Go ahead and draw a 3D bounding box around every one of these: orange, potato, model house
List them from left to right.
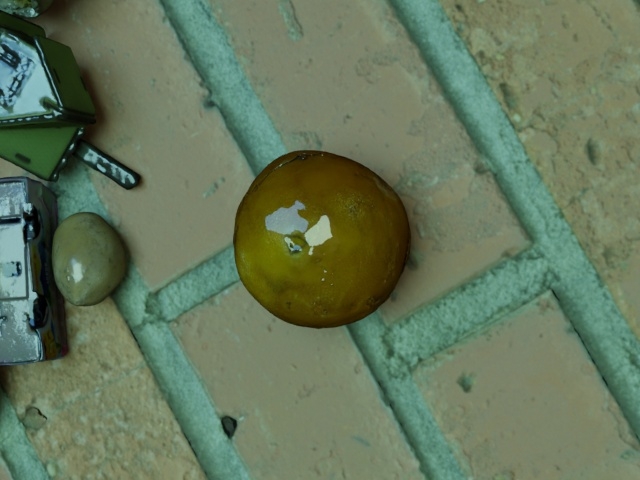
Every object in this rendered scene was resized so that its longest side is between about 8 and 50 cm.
[{"bbox_3d":[-0.391,-0.172,1.623,0.278,0.218,0.205,35,98,9],"label":"model house"},{"bbox_3d":[-0.343,0.028,1.654,0.112,0.112,0.147,-18,71,14],"label":"potato"},{"bbox_3d":[0.000,0.000,1.502,0.239,0.240,0.240,-1,88,15],"label":"orange"}]

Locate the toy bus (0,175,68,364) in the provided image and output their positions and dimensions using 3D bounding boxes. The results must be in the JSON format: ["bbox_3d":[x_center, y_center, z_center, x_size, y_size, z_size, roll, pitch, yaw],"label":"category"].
[{"bbox_3d":[-0.441,0.046,1.673,0.090,0.112,0.274,-6,87,15],"label":"toy bus"}]

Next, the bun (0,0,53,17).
[{"bbox_3d":[-0.494,-0.433,1.661,0.281,0.205,0.282,6,58,-9],"label":"bun"}]
